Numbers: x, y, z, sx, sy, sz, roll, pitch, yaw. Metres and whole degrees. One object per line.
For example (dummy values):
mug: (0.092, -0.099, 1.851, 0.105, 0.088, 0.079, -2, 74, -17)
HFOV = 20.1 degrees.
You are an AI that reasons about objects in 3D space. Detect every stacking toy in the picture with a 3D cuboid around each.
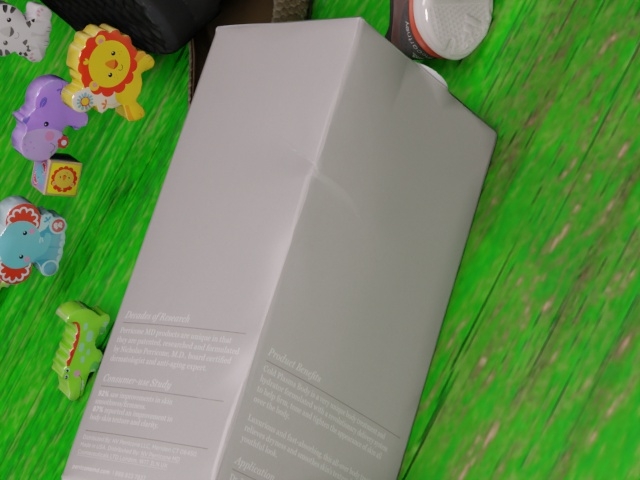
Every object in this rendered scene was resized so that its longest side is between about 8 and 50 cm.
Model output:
stacking toy: (-0.174, -0.035, 1.097, 0.167, 0.052, 0.221, 29, 112, 55)

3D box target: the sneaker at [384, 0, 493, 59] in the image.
sneaker: (0.062, -0.166, 0.955, 0.065, 0.061, 0.158, -11, 56, 53)

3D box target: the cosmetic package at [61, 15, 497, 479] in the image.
cosmetic package: (-0.014, 0.026, 0.843, 0.107, 0.127, 0.238, -1, 64, 40)

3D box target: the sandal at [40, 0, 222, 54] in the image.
sandal: (-0.152, -0.210, 1.148, 0.107, 0.167, 0.445, -45, 29, -8)

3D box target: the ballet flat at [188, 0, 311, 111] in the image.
ballet flat: (-0.051, -0.105, 1.045, 0.084, 0.058, 0.250, -29, 45, 34)
